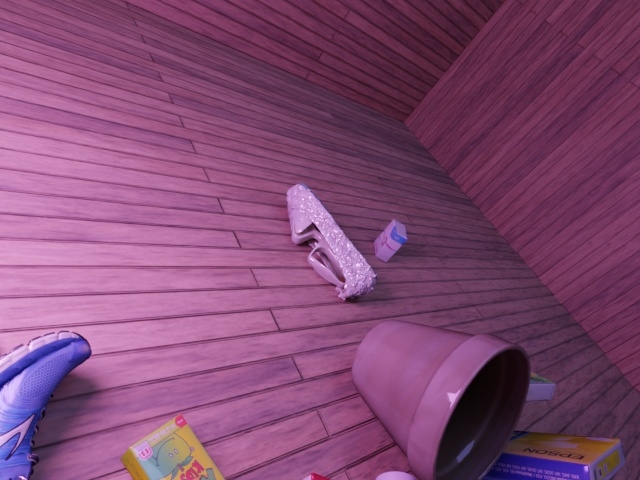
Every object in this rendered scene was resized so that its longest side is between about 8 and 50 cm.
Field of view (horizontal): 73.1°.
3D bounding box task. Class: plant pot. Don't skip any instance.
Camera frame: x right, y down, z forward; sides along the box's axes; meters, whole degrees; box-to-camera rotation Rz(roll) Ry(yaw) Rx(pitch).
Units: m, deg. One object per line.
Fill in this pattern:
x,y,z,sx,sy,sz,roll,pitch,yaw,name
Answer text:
0.225,0.308,0.908,0.323,0.323,0.280,8,10,-43,plant pot

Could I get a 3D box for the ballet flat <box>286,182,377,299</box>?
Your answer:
0.000,0.000,1.248,0.409,0.147,0.147,50,32,18,ballet flat

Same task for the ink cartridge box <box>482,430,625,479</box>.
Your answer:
0.453,0.482,0.950,0.307,0.304,0.072,11,71,-42,ink cartridge box

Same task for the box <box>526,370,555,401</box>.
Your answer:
0.434,0.338,1.186,0.232,0.058,0.322,14,6,-38,box

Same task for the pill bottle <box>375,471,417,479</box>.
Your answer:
0.136,0.508,0.744,0.108,0.108,0.180,31,32,-15,pill bottle

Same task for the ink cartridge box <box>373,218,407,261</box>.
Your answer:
0.243,0.002,1.513,0.052,0.122,0.088,26,32,-16,ink cartridge box

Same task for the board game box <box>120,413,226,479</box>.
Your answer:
-0.197,0.360,0.631,0.181,0.043,0.092,49,31,14,board game box

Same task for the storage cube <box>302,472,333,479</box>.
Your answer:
0.018,0.464,0.576,0.193,0.215,0.183,27,33,-10,storage cube

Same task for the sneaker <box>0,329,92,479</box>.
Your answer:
-0.395,0.244,0.514,0.147,0.130,0.330,50,32,-13,sneaker
